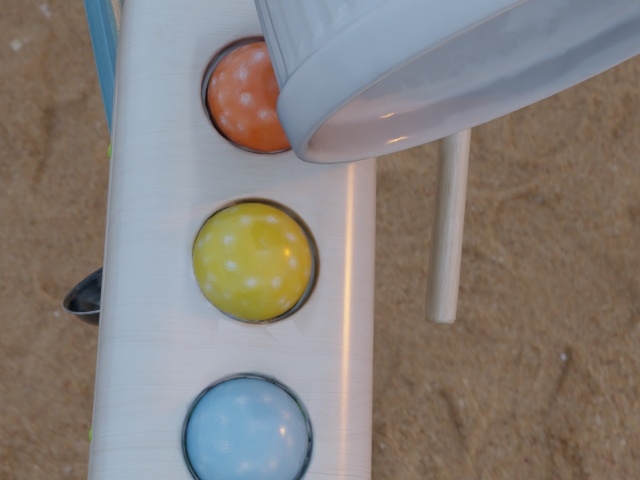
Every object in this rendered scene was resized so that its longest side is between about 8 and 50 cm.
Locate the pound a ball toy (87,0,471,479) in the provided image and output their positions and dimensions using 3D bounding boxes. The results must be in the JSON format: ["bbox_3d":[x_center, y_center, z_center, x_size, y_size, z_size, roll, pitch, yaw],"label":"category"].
[{"bbox_3d":[0.000,0.000,0.645,0.208,0.136,0.319,6,75,-12],"label":"pound a ball toy"}]

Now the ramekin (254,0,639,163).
[{"bbox_3d":[0.065,-0.120,0.517,0.207,0.207,0.109,-23,83,4],"label":"ramekin"}]

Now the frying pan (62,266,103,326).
[{"bbox_3d":[-0.152,0.039,1.508,0.326,0.053,0.197,-8,22,36],"label":"frying pan"}]

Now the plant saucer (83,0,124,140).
[{"bbox_3d":[-0.165,-0.161,1.041,0.018,0.192,0.067,-13,8,-23],"label":"plant saucer"}]
